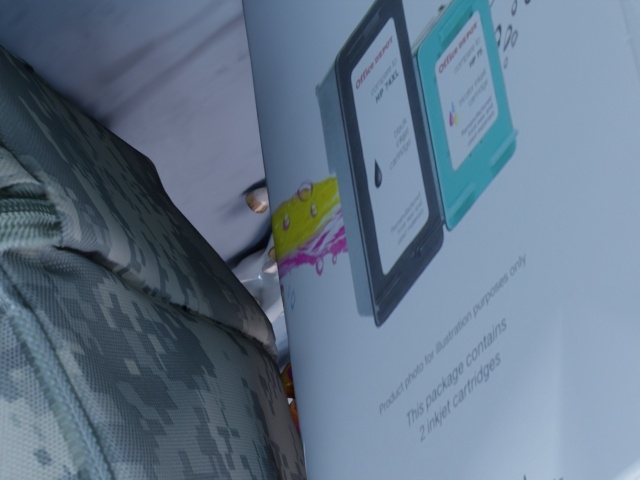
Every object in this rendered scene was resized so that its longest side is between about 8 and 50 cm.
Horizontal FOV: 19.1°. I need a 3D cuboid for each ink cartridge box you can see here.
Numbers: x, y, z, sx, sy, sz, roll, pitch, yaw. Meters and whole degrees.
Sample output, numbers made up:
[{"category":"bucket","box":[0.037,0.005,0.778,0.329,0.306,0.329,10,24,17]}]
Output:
[{"category":"ink cartridge box","box":[0.113,-0.018,0.555,0.198,0.270,0.197,8,144,-24]}]

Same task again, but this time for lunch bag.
[{"category":"lunch bag","box":[-0.102,0.097,0.547,0.212,0.256,0.305,-38,164,2]}]

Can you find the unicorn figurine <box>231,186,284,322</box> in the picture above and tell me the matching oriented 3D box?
[{"category":"unicorn figurine","box":[0.000,0.000,0.887,0.162,0.060,0.111,-28,173,37]}]

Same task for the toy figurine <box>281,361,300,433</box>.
[{"category":"toy figurine","box":[0.024,0.073,1.071,0.159,0.130,0.173,-51,-176,13]}]
